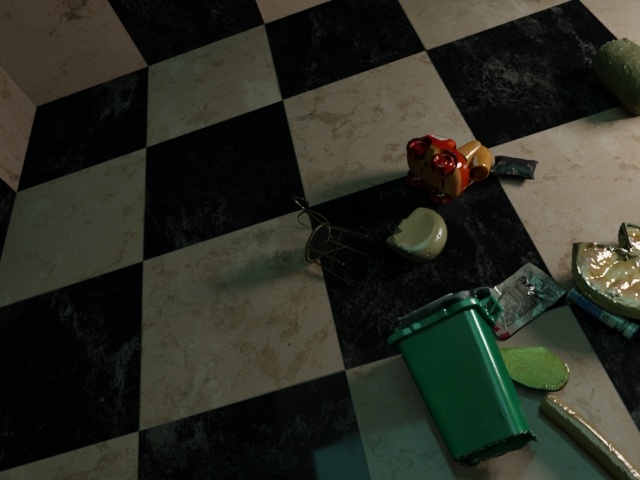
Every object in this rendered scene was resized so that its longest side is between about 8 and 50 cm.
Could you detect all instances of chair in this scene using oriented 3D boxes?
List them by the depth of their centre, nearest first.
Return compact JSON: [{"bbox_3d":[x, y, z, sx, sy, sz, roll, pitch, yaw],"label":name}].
[{"bbox_3d":[0.000,0.000,1.816,0.326,0.159,0.170,26,65,27],"label":"chair"}]

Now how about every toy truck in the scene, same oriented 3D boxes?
[{"bbox_3d":[0.438,-0.268,1.852,0.239,0.189,0.265,-33,50,-20],"label":"toy truck"}]

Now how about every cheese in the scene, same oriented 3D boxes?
[{"bbox_3d":[0.326,-0.020,1.760,0.175,0.091,0.202,23,63,31],"label":"cheese"}]

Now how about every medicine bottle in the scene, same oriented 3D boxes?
[{"bbox_3d":[0.770,0.194,1.479,0.051,0.051,0.191,-39,52,-12],"label":"medicine bottle"}]

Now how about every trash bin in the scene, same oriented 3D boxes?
[{"bbox_3d":[0.379,0.340,1.364,0.295,0.259,0.381,-29,57,15],"label":"trash bin"}]

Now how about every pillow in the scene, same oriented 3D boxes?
[{"bbox_3d":[0.659,-0.247,1.842,0.150,0.048,0.090,11,68,20],"label":"pillow"}]

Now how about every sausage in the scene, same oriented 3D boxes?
[{"bbox_3d":[0.657,0.491,1.292,0.066,0.065,0.301,-37,54,-10],"label":"sausage"}]

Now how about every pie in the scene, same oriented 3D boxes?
[{"bbox_3d":[0.865,0.089,1.481,0.338,0.075,0.337,-2,52,2],"label":"pie"}]

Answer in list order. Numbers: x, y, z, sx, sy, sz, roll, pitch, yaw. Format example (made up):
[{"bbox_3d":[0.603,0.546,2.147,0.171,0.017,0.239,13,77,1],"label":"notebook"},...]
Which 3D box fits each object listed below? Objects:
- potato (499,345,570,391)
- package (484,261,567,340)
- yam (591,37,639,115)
[{"bbox_3d":[0.558,0.340,1.442,0.198,0.054,0.119,6,62,28],"label":"potato"},{"bbox_3d":[0.573,0.169,1.575,0.239,0.030,0.154,-33,53,-7],"label":"package"},{"bbox_3d":[1.080,-0.551,1.851,0.168,0.168,0.304,-21,52,3],"label":"yam"}]
